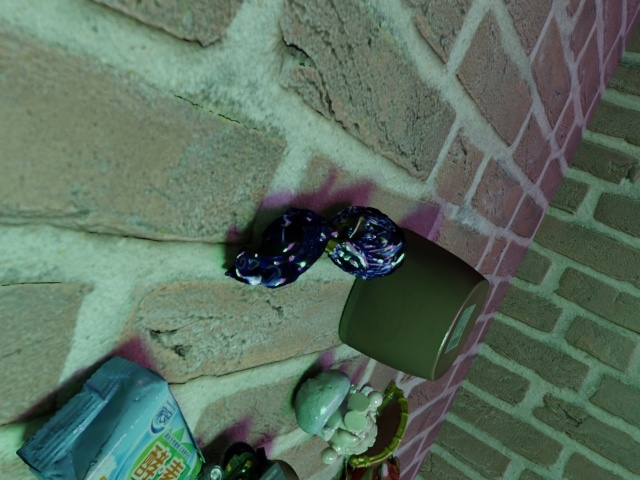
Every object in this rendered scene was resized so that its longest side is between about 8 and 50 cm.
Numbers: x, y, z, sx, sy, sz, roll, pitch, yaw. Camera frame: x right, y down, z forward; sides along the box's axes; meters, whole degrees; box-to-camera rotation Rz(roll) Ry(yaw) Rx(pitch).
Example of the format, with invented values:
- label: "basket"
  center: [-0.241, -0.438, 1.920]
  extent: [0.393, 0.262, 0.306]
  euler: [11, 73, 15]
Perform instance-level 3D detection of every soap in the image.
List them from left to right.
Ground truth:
- label: "soap"
  center: [-0.225, 0.270, 0.658]
  extent: [0.156, 0.077, 0.293]
  euler: [-55, 154, -38]

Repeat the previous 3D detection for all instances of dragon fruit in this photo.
- label: "dragon fruit"
  center: [0.153, 0.719, 1.662]
  extent: [0.192, 0.193, 0.274]
  euler: [-9, 125, -26]

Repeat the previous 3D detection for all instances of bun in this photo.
- label: "bun"
  center: [-0.002, 0.316, 1.117]
  extent: [0.141, 0.083, 0.141]
  euler: [-48, 160, -24]

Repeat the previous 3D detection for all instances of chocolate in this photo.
- label: "chocolate"
  center: [-0.001, 0.003, 0.815]
  extent: [0.148, 0.126, 0.343]
  euler: [-34, 161, 33]

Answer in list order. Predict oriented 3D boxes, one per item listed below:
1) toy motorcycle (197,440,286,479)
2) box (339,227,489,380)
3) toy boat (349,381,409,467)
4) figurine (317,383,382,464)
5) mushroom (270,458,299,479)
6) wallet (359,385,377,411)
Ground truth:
- label: "toy motorcycle"
  center: [-0.151, 0.433, 0.832]
  extent: [0.125, 0.187, 0.275]
  euler: [-29, 179, 38]
- label: "box"
  center: [0.207, 0.146, 1.188]
  extent: [0.301, 0.216, 0.301]
  euler: [-41, 148, -34]
- label: "toy boat"
  center: [0.175, 0.541, 1.582]
  extent: [0.318, 0.141, 0.099]
  euler: [-46, 120, -49]
- label: "figurine"
  center: [0.056, 0.423, 1.275]
  extent: [0.256, 0.145, 0.181]
  euler: [73, 30, -51]
- label: "mushroom"
  center: [-0.113, 0.474, 1.008]
  extent: [0.166, 0.127, 0.166]
  euler: [-46, -176, 4]
- label: "wallet"
  center: [0.114, 0.471, 1.518]
  extent: [0.124, 0.032, 0.183]
  euler: [-50, 152, -19]
